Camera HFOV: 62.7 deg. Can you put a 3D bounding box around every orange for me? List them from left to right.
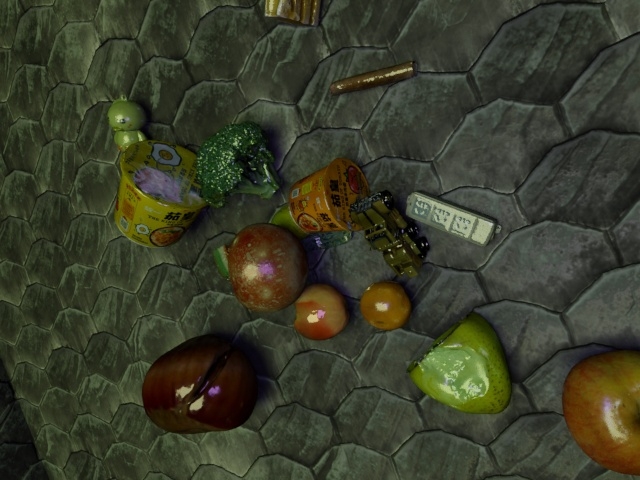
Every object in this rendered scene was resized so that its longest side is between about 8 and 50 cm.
[{"bbox_3d":[0.193,0.188,1.533,0.155,0.134,0.154,20,147,14],"label":"orange"}]

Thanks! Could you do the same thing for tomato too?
[{"bbox_3d":[-0.143,0.079,1.561,0.223,0.270,0.270,2,102,13],"label":"tomato"}]

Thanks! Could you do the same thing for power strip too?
[{"bbox_3d":[0.354,-0.064,1.438,0.272,0.052,0.078,25,112,23],"label":"power strip"}]

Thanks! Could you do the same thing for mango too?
[{"bbox_3d":[-0.093,-0.058,1.666,0.163,0.089,0.117,-7,103,31],"label":"mango"}]

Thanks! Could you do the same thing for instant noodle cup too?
[{"bbox_3d":[-0.545,-0.144,1.788,0.325,0.326,0.254,47,128,12],"label":"instant noodle cup"},{"bbox_3d":[0.021,-0.116,1.533,0.172,0.216,0.215,-12,94,40],"label":"instant noodle cup"}]

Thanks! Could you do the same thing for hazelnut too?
[{"bbox_3d":[-0.420,0.507,1.831,0.409,0.359,0.359,-21,90,23],"label":"hazelnut"}]

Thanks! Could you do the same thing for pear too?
[{"bbox_3d":[0.398,0.374,1.451,0.292,0.159,0.292,7,105,25],"label":"pear"}]

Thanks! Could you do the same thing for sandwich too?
[{"bbox_3d":[-0.269,0.054,1.769,0.160,0.109,0.185,-52,52,9],"label":"sandwich"}]

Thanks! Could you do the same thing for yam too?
[{"bbox_3d":[0.142,-0.452,1.477,0.264,0.046,0.046,-5,98,28],"label":"yam"}]

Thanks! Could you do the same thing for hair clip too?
[{"bbox_3d":[0.001,-0.001,1.657,0.229,0.036,0.066,-18,96,25],"label":"hair clip"}]

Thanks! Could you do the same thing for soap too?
[{"bbox_3d":[-0.066,-0.751,1.457,0.089,0.173,0.274,17,108,34],"label":"soap"}]

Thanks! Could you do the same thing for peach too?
[{"bbox_3d":[0.002,0.222,1.629,0.184,0.184,0.184,7,104,28],"label":"peach"}]

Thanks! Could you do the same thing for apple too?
[{"bbox_3d":[0.713,0.404,1.215,0.302,0.301,0.301,7,104,28],"label":"apple"}]

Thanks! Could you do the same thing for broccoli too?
[{"bbox_3d":[-0.256,-0.223,1.643,0.275,0.308,0.308,38,119,-11],"label":"broccoli"}]

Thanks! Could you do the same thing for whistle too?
[{"bbox_3d":[-0.702,-0.379,1.911,0.141,0.141,0.294,11,107,27],"label":"whistle"}]

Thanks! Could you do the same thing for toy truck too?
[{"bbox_3d":[0.187,-0.013,1.453,0.127,0.127,0.257,-23,118,32],"label":"toy truck"}]
